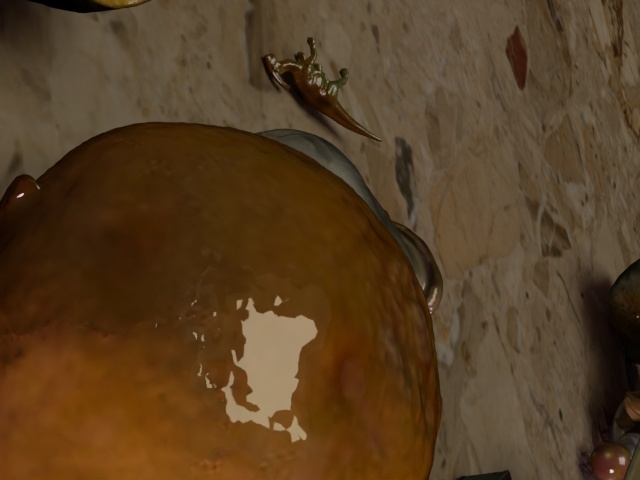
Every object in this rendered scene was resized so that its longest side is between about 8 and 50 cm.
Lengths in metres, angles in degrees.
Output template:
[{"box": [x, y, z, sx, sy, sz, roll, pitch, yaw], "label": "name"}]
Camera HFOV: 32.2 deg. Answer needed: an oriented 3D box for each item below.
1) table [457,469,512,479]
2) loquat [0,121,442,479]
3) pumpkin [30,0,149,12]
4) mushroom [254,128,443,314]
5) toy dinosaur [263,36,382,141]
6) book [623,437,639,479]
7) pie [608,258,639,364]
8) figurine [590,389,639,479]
[{"box": [0.154, 0.290, 0.762, 0.121, 0.111, 0.240, -20, 94, -58], "label": "table"}, {"box": [-0.047, 0.061, 0.473, 0.238, 0.193, 0.238, 14, 66, -35], "label": "loquat"}, {"box": [-0.145, -0.192, 0.518, 0.119, 0.107, 0.183, -46, 123, -46], "label": "pumpkin"}, {"box": [0.000, 0.000, 0.683, 0.116, 0.093, 0.225, 60, 12, 19], "label": "mushroom"}, {"box": [0.004, -0.107, 0.780, 0.113, 0.026, 0.041, 30, 60, -37], "label": "toy dinosaur"}, {"box": [0.225, 0.305, 0.742, 0.322, 0.018, 0.228, -41, 113, -56], "label": "book"}, {"box": [0.436, 0.163, 1.128, 0.078, 0.296, 0.371, -37, 114, -17], "label": "pie"}, {"box": [0.349, 0.263, 1.056, 0.193, 0.133, 0.274, -6, 76, -15], "label": "figurine"}]
